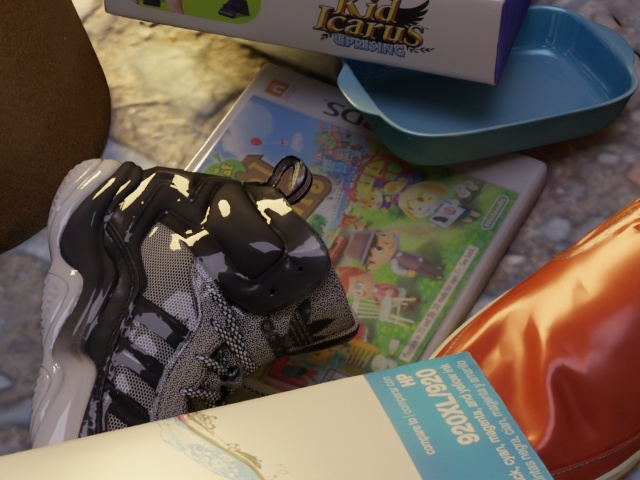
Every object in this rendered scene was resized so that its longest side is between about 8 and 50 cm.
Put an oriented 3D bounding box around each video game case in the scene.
[{"bbox_3d":[0.000,0.000,0.967,0.193,0.023,0.212,22,56,20],"label":"video game case"},{"bbox_3d":[0.025,-0.211,1.070,0.244,0.061,0.269,12,39,12],"label":"video game case"}]

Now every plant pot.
[{"bbox_3d":[-0.257,-0.149,0.957,0.237,0.254,0.237,-2,51,3],"label":"plant pot"}]

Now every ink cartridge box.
[{"bbox_3d":[-0.017,0.177,0.698,0.232,0.171,0.168,-12,28,-9],"label":"ink cartridge box"}]

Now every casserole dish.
[{"bbox_3d":[0.099,-0.091,1.004,0.188,0.037,0.114,-12,42,-20],"label":"casserole dish"}]

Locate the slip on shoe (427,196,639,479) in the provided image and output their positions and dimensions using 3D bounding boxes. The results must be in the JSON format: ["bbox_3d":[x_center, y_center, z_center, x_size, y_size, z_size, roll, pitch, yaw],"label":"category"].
[{"bbox_3d":[0.171,0.029,0.884,0.331,0.101,0.123,-32,58,-18],"label":"slip on shoe"}]

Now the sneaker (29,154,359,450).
[{"bbox_3d":[-0.058,0.067,0.845,0.153,0.101,0.268,-8,59,9],"label":"sneaker"}]
